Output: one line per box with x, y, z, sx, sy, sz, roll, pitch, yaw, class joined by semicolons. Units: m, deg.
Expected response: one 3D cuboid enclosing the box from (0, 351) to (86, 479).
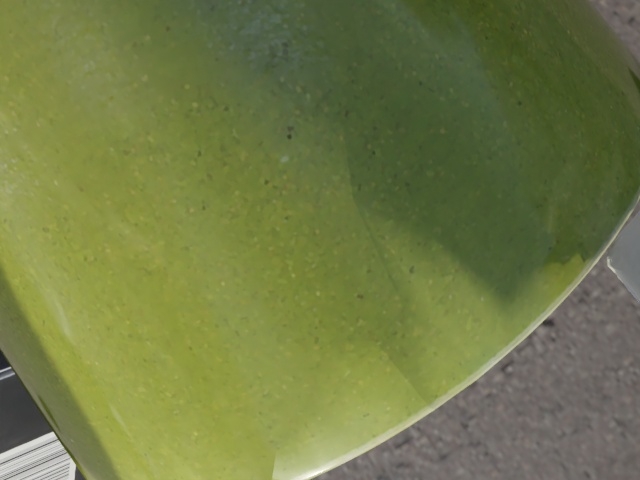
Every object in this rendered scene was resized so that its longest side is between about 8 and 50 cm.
-0.422;0.060;1.477;0.297;0.472;0.480;-22;155;-25;box

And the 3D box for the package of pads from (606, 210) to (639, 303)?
0.349;-0.019;0.856;0.101;0.229;0.296;20;116;-41;package of pads

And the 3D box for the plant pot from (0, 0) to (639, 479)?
-0.068;-0.102;0.488;0.274;0.275;0.293;-36;111;2;plant pot
